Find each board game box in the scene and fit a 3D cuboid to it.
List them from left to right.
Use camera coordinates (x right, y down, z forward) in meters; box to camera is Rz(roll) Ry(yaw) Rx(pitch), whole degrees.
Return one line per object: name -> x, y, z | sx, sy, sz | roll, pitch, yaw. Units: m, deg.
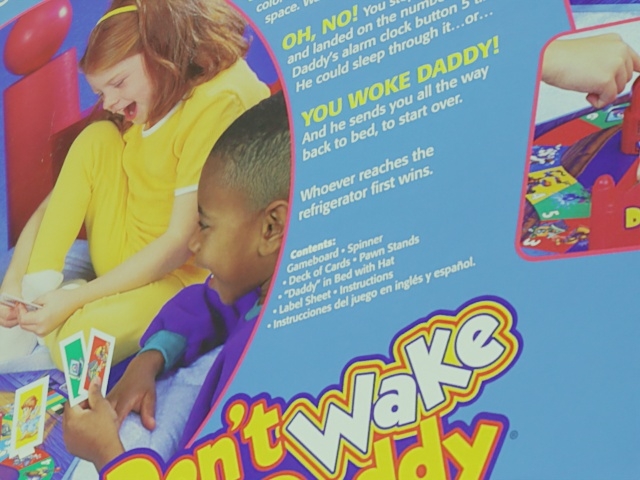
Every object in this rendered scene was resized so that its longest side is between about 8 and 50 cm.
board game box -> 0.000, 0.000, 0.432 | 0.347, 0.078, 0.233 | -18, 55, 30
